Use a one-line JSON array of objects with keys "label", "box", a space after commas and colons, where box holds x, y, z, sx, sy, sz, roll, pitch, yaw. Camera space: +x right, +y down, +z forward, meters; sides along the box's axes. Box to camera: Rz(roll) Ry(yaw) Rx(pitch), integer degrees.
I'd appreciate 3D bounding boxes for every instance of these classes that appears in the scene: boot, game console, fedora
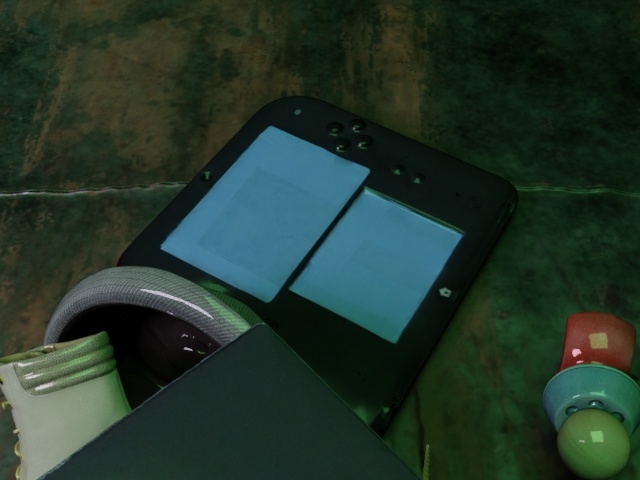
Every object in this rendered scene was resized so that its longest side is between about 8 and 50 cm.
[{"label": "boot", "box": [-0.242, 0.177, 0.698, 0.213, 0.165, 0.077, -21, 5, 12]}, {"label": "game console", "box": [0.000, 0.000, 0.933, 0.342, 0.060, 0.386, 23, 54, 20]}, {"label": "fedora", "box": [-0.113, 0.131, 0.751, 0.275, 0.243, 0.124, 19, 23, 19]}]

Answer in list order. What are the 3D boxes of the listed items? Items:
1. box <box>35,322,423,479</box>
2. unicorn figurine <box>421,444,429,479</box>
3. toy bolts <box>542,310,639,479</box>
[{"label": "box", "box": [-0.023, 0.263, 0.505, 0.296, 0.294, 0.183, 43, 52, 17]}, {"label": "unicorn figurine", "box": [0.083, 0.277, 0.700, 0.111, 0.060, 0.162, -25, 69, -19]}, {"label": "toy bolts", "box": [0.310, 0.136, 0.709, 0.228, 0.218, 0.158, 5, 32, 15]}]
